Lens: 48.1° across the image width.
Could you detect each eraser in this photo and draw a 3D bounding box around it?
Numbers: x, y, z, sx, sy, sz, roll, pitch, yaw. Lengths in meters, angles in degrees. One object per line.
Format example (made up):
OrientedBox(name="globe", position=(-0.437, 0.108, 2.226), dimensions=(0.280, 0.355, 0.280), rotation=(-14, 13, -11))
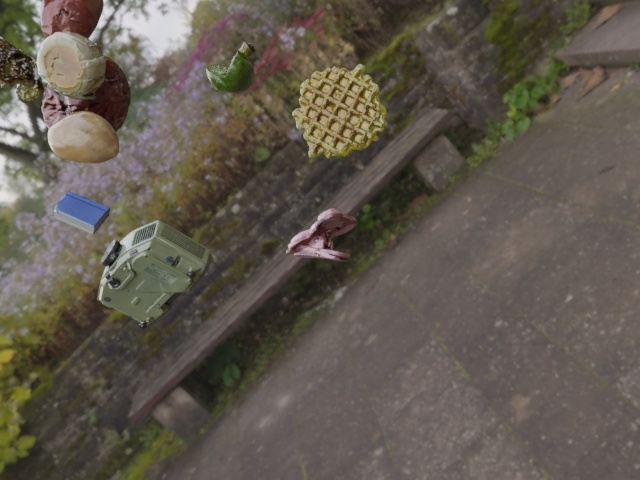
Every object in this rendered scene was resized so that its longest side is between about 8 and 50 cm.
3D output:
OrientedBox(name="eraser", position=(-0.448, -0.053, 1.341), dimensions=(0.063, 0.084, 0.027), rotation=(-69, 3, -47))

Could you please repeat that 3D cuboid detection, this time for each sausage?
OrientedBox(name="sausage", position=(-0.664, -0.617, 1.917), dimensions=(0.152, 0.152, 0.280), rotation=(-39, 32, 23))

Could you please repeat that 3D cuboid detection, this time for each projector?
OrientedBox(name="projector", position=(-0.387, 0.075, 1.589), dimensions=(0.269, 0.193, 0.088), rotation=(-41, 27, 34))

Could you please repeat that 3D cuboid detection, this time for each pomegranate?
OrientedBox(name="pomegranate", position=(-0.255, -0.514, 2.181), dimensions=(0.169, 0.122, 0.143), rotation=(-32, 13, 0))

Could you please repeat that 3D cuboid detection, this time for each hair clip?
OrientedBox(name="hair clip", position=(0.001, -0.011, 1.504), dimensions=(0.138, 0.123, 0.102), rotation=(3, 82, 38))

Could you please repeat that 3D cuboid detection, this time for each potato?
OrientedBox(name="potato", position=(-0.490, -0.211, 1.486), dimensions=(0.147, 0.112, 0.112), rotation=(0, 20, 2))

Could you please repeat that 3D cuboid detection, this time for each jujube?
OrientedBox(name="jujube", position=(-0.597, -0.360, 1.848), dimensions=(0.232, 0.213, 0.213), rotation=(-37, 15, 43))

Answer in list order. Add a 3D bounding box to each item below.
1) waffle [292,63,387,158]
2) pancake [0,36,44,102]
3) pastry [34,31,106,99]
OrientedBox(name="waffle", position=(0.045, -0.329, 1.816), dimensions=(0.243, 0.238, 0.059), rotation=(-14, -8, 17))
OrientedBox(name="pancake", position=(-0.834, -0.463, 1.930), dimensions=(0.056, 0.212, 0.257), rotation=(-49, 17, 26))
OrientedBox(name="pastry", position=(-0.575, -0.403, 1.655), dimensions=(0.166, 0.166, 0.088), rotation=(-38, 6, 26))
